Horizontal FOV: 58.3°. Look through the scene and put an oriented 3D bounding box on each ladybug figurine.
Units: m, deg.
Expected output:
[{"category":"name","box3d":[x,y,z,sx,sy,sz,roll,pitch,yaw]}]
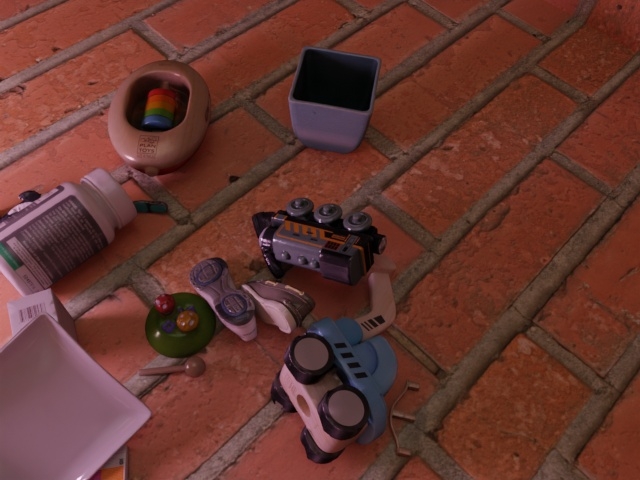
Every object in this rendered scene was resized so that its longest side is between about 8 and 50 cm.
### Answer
[{"category":"ladybug figurine","box3d":[-0.493,-0.368,1.789,0.305,0.162,0.449,4,57,-1]}]

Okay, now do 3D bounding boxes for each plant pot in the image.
[{"category":"plant pot","box3d":[0.042,-0.413,1.799,0.247,0.252,0.248,10,58,3]}]

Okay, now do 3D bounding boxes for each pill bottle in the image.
[{"category":"pill bottle","box3d":[-0.690,-0.027,1.538,0.204,0.204,0.361,40,64,19]}]

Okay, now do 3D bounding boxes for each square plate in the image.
[{"category":"square plate","box3d":[-0.622,0.397,1.278,0.347,0.049,0.344,46,75,-7]}]

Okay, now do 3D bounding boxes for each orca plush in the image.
[{"category":"orca plush","box3d":[-0.830,-0.044,1.632,0.151,0.102,0.287,46,69,-28]}]

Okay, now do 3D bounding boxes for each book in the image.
[{"category":"book","box3d":[-0.486,0.545,1.297,0.096,0.035,0.144,-7,58,-4]}]

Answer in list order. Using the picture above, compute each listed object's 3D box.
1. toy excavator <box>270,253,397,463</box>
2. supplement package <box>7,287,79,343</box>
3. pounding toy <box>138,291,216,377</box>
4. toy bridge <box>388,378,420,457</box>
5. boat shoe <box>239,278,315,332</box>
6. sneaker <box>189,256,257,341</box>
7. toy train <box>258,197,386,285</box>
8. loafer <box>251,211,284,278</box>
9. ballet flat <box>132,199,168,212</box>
[{"category":"toy excavator","box3d":[0.088,0.262,1.435,0.445,0.222,0.433,-19,59,-31]},{"category":"supplement package","box3d":[-0.671,0.215,1.402,0.105,0.179,0.105,-20,61,-15]},{"category":"pounding toy","box3d":[-0.367,0.220,1.460,0.182,0.110,0.237,3,58,-2]},{"category":"toy bridge","box3d":[0.202,0.431,1.414,0.063,0.026,0.188,11,58,5]},{"category":"boat shoe","box3d":[-0.114,0.150,1.447,0.091,0.109,0.305,-35,22,-20]},{"category":"sneaker","box3d":[-0.258,0.156,1.512,0.111,0.129,0.297,-26,45,-16]},{"category":"toy train","box3d":[0.000,0.000,1.505,0.333,0.142,0.190,15,45,25]},{"category":"loafer","box3d":[-0.134,0.006,1.629,0.078,0.076,0.223,-18,57,-5]},{"category":"ballet flat","box3d":[-0.506,-0.102,1.700,0.114,0.041,0.041,5,58,-1]}]
